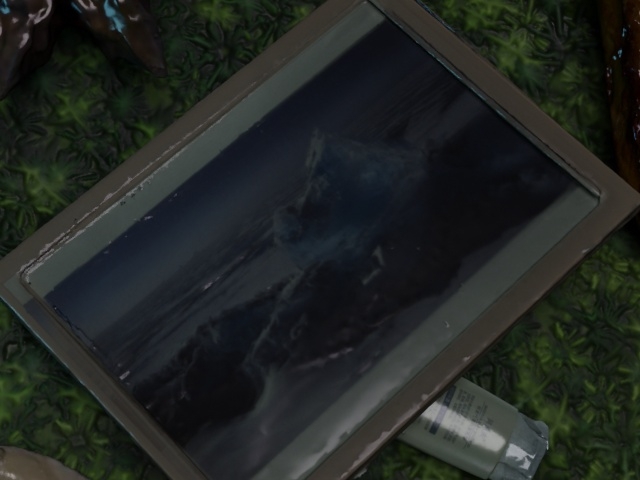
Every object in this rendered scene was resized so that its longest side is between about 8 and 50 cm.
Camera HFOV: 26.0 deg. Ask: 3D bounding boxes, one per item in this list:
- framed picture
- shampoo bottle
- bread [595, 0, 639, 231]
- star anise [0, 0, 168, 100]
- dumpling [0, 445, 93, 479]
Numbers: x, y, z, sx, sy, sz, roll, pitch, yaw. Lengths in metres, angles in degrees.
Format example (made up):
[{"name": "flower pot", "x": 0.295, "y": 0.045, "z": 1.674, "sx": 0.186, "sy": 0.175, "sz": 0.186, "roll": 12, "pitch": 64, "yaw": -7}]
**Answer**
[{"name": "framed picture", "x": 0.000, "y": 0.000, "z": 1.129, "sx": 0.446, "sy": 0.028, "sz": 0.326, "roll": -42, "pitch": 72, "yaw": -17}, {"name": "shampoo bottle", "x": 0.081, "y": 0.134, "z": 1.129, "sx": 0.212, "sy": 0.049, "sz": 0.072, "roll": 29, "pitch": 69, "yaw": 1}, {"name": "bread", "x": 0.294, "y": -0.115, "z": 1.208, "sx": 0.124, "sy": 0.084, "sz": 0.344, "roll": 5, "pitch": 77, "yaw": -42}, {"name": "star anise", "x": -0.215, "y": -0.255, "z": 1.158, "sx": 0.315, "sy": 0.108, "sz": 0.315, "roll": 1, "pitch": 68, "yaw": -4}, {"name": "dumpling", "x": -0.218, "y": 0.249, "z": 1.005, "sx": 0.227, "sy": 0.175, "sz": 0.243, "roll": -25, "pitch": 95, "yaw": -44}]
